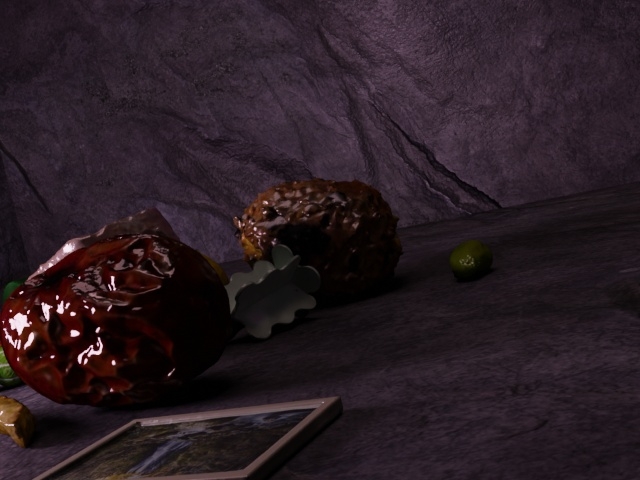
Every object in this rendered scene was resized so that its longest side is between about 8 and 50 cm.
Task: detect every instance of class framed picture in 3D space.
[{"bbox_3d":[-0.160,0.244,0.995,0.324,0.020,0.240,-11,5,27],"label":"framed picture"}]

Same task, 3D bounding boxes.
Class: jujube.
[{"bbox_3d":[-0.320,0.128,1.355,0.376,0.277,0.276,-4,7,21],"label":"jujube"}]

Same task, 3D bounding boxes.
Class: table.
[{"bbox_3d":[-0.120,0.119,1.734,0.166,0.167,0.198,-9,14,42],"label":"table"}]

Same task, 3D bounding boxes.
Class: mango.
[{"bbox_3d":[0.328,0.040,1.860,0.091,0.074,0.165,-10,5,17],"label":"mango"}]

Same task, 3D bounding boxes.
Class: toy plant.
[{"bbox_3d":[-0.677,0.269,1.781,0.162,0.093,0.092,-10,3,-21],"label":"toy plant"}]

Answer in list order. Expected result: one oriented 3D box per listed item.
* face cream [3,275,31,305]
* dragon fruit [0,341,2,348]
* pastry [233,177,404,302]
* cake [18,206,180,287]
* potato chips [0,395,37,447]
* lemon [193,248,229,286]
[{"bbox_3d":[-0.591,0.155,2.160,0.357,0.220,0.312,-21,10,-42],"label":"face cream"},{"bbox_3d":[-0.791,0.262,2.215,0.125,0.125,0.246,2,24,12],"label":"dragon fruit"},{"bbox_3d":[0.015,0.002,1.994,0.404,0.293,0.337,-2,9,-21],"label":"pastry"},{"bbox_3d":[-0.404,0.105,1.671,0.309,0.230,0.237,-37,-3,39],"label":"cake"},{"bbox_3d":[-0.529,0.282,1.360,0.406,0.057,0.080,-8,20,48],"label":"potato chips"},{"bbox_3d":[-0.289,0.117,1.910,0.178,0.203,0.178,7,10,-1],"label":"lemon"}]
